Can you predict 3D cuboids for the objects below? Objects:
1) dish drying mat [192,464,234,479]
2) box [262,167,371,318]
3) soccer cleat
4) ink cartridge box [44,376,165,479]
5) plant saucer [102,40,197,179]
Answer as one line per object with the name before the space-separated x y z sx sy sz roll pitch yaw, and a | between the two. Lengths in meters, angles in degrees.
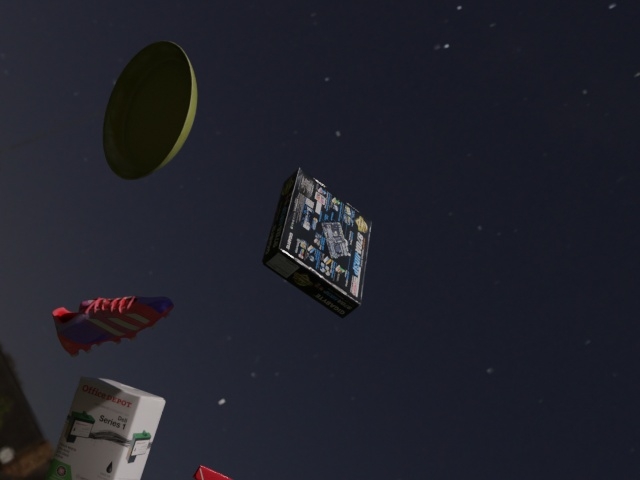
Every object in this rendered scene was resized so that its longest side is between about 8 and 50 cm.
dish drying mat | -0.220 0.491 1.699 0.083 0.032 0.008 32 -3 -22
box | 0.000 0.000 1.411 0.175 0.220 0.051 35 -52 -21
soccer cleat | -0.372 0.134 1.462 0.248 0.083 0.095 -21 -79 27
ink cartridge box | -0.420 0.391 1.618 0.160 0.219 0.092 11 -11 25
plant saucer | -0.280 -0.213 1.384 0.241 0.037 0.241 -14 -110 40
